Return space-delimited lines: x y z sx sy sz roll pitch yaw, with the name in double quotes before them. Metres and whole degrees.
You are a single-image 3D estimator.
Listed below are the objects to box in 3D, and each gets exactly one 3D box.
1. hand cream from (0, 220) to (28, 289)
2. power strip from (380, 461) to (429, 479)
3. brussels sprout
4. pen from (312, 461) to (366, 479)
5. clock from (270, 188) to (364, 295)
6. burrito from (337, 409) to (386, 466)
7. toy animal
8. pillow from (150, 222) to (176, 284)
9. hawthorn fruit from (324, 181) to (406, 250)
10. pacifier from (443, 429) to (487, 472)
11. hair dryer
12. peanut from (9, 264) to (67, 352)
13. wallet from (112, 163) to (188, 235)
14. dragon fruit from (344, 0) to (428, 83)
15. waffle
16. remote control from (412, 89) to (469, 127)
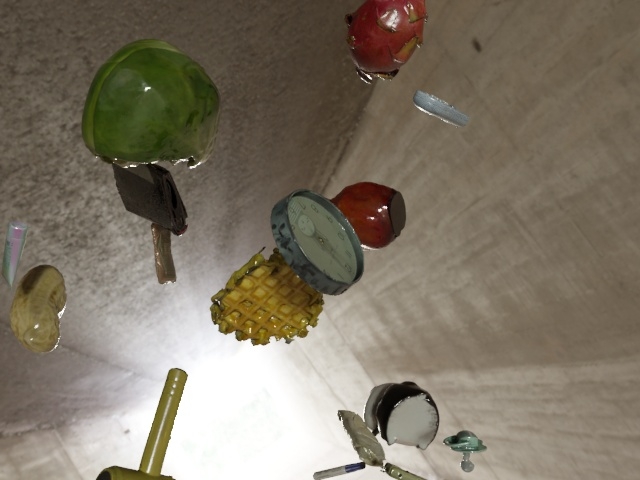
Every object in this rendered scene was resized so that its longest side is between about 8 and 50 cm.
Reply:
"hand cream" -0.808 0.037 1.631 0.047 0.076 0.174 2 114 -48
"power strip" 0.222 0.575 1.501 0.076 0.168 0.028 121 -9 -77
"brussels sprout" -0.383 -0.309 1.484 0.315 0.275 0.371 -69 162 5
"pen" 0.047 0.593 1.601 0.025 0.025 0.204 -29 176 -45
"clock" 0.000 0.000 1.171 0.042 0.215 0.215 -36 174 30
"burrito" 0.110 0.553 1.776 0.059 0.082 0.275 -66 -163 5
"toy animal" 0.292 0.624 2.270 0.250 0.251 0.310 -34 -173 -11
"pillow" -0.512 0.037 2.033 0.034 0.211 0.135 -8 177 14
"hawthorn fruit" 0.109 -0.074 1.692 0.189 0.251 0.190 18 90 -85
"pacifier" 0.429 0.631 1.853 0.126 0.117 0.150 1 179 -3
"hair dryer" -0.310 0.368 1.139 0.090 0.135 0.279 -12 -123 48
"peanut" -0.820 0.201 1.822 0.140 0.325 0.153 -28 136 6
"wallet" -0.504 -0.146 1.826 0.071 0.220 0.262 -50 154 -31
"dragon fruit" 0.195 -0.645 1.942 0.250 0.250 0.315 -30 -179 -39
"waffle" -0.120 0.139 1.399 0.262 0.060 0.281 -6 129 -5
"remote control" 0.312 -0.336 1.605 0.244 0.087 0.047 2 117 -56
